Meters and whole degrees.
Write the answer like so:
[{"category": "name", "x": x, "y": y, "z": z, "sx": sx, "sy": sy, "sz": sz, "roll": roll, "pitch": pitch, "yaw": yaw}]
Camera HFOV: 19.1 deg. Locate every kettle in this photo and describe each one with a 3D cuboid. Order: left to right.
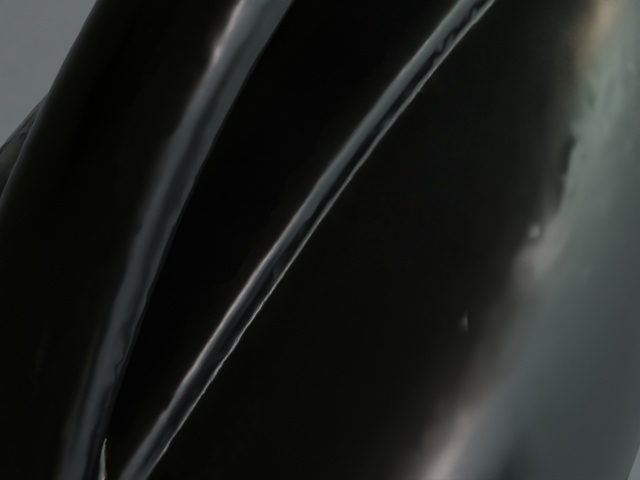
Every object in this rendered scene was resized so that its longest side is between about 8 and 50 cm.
[{"category": "kettle", "x": 0.000, "y": 0.000, "z": 0.505, "sx": 0.207, "sy": 0.268, "sz": 0.290, "roll": 28, "pitch": -101, "yaw": 22}]
